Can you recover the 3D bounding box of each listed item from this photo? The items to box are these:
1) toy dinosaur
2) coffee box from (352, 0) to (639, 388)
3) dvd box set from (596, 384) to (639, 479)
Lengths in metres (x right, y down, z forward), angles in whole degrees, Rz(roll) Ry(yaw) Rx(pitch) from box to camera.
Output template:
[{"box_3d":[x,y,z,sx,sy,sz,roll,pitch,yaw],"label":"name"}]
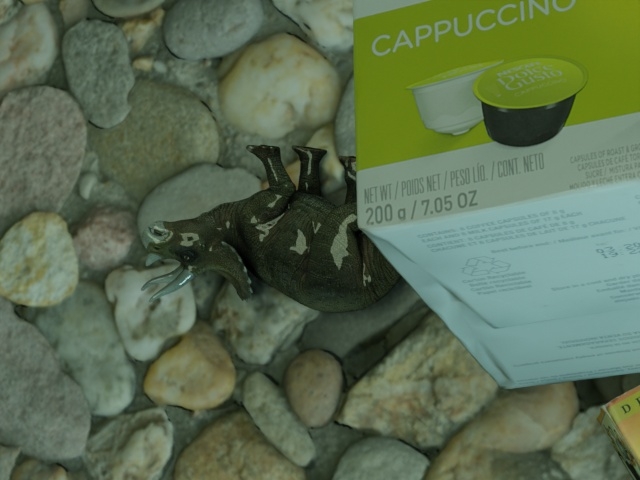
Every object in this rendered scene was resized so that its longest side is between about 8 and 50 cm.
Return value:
[{"box_3d":[0.000,0.000,1.507,0.313,0.121,0.160,12,98,19],"label":"toy dinosaur"},{"box_3d":[0.234,-0.119,1.187,0.337,0.338,0.334,-10,64,21],"label":"coffee box"},{"box_3d":[0.446,0.239,1.241,0.307,0.062,0.420,-28,71,-7],"label":"dvd box set"}]
